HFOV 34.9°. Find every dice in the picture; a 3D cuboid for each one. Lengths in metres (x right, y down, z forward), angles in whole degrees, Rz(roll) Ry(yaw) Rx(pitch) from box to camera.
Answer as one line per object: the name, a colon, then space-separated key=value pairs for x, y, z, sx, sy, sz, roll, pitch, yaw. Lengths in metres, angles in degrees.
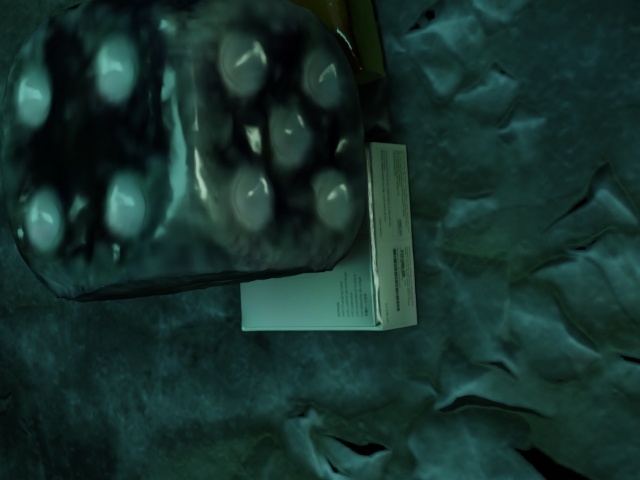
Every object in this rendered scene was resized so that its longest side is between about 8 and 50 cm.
dice: x=-0.088 y=-0.057 z=0.667 sx=0.182 sy=0.181 sz=0.183 roll=-7 pitch=86 yaw=36

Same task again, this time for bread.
bread: x=-0.015 y=-0.215 z=0.752 sx=0.088 sy=0.049 sz=0.226 roll=-16 pitch=81 yaw=37

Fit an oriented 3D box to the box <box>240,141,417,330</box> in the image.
box: x=0.000 y=0.000 z=0.747 sx=0.129 sy=0.051 sz=0.130 roll=-4 pitch=88 yaw=38
